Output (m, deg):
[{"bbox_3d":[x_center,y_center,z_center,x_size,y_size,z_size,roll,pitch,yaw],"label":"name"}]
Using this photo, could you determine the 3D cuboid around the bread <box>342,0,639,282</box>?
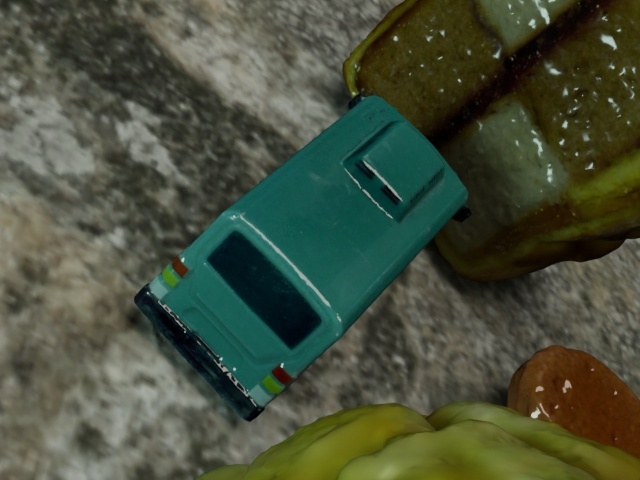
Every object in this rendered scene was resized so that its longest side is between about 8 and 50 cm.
[{"bbox_3d":[0.125,-0.081,0.797,0.096,0.222,0.181,-14,75,-46],"label":"bread"}]

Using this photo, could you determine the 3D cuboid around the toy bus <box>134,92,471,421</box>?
[{"bbox_3d":[0.000,0.000,0.701,0.079,0.092,0.160,47,36,0],"label":"toy bus"}]

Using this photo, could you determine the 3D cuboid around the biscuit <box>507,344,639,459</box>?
[{"bbox_3d":[0.124,0.148,0.722,0.192,0.036,0.186,-22,75,-50],"label":"biscuit"}]

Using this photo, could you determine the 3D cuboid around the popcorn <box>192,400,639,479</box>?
[{"bbox_3d":[0.047,0.188,0.444,0.282,0.247,0.282,18,57,-31],"label":"popcorn"}]
